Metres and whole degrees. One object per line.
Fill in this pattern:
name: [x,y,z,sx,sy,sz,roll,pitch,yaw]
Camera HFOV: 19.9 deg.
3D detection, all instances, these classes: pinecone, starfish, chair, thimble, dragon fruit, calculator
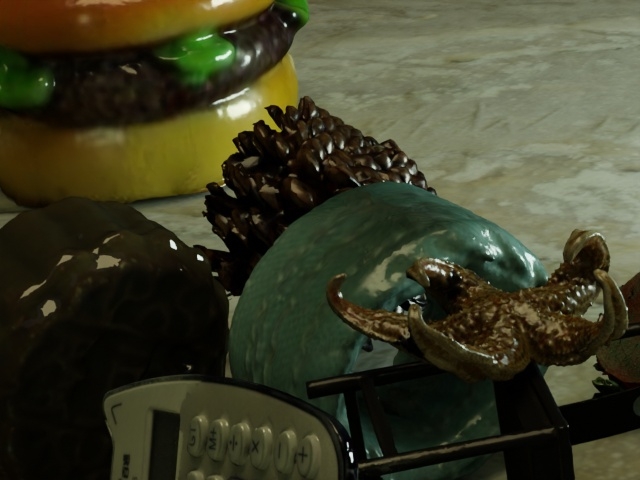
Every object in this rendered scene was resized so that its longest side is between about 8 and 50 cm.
pinecone: [0.000,0.000,1.495,0.221,0.221,0.221,-6,22,3]
starfish: [0.096,0.045,1.128,0.190,0.074,0.146,-7,22,12]
chair: [0.135,0.150,1.155,0.260,0.154,0.141,-11,23,-2]
thimble: [0.049,0.077,1.300,0.235,0.198,0.143,-48,34,-8]
dragon fruit: [0.289,0.069,1.354,0.175,0.142,0.138,14,40,-28]
calculator: [-0.059,0.172,1.114,0.040,0.177,0.268,5,0,-35]

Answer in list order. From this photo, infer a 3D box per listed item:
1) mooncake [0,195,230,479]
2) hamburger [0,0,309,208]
mooncake: [-0.168,0.086,1.313,0.228,0.228,0.124,-19,33,-27]
hamburger: [-0.204,-0.227,1.998,0.395,0.277,0.396,-6,24,2]
